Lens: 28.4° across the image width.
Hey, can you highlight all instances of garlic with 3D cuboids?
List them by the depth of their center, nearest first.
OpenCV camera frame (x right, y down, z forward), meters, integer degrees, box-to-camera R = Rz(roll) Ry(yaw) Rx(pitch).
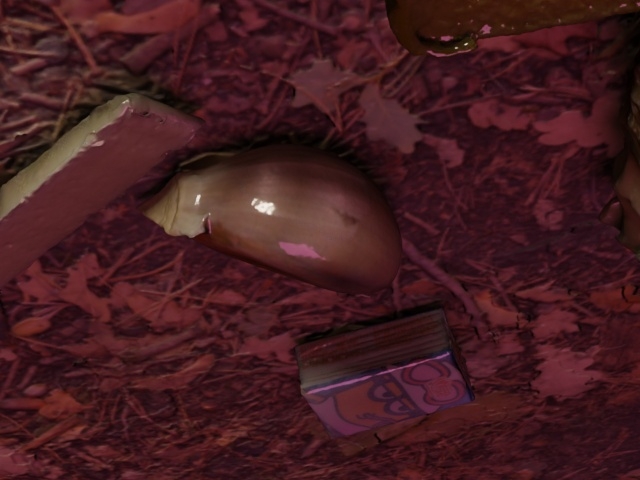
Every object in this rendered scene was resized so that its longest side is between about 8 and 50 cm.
[{"bbox_3d":[0.004,0.003,1.042,0.267,0.148,0.128,35,89,-39],"label":"garlic"}]

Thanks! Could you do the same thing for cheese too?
[{"bbox_3d":[-0.256,0.001,1.009,0.400,0.034,0.085,-34,156,28],"label":"cheese"}]

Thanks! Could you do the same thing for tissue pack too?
[{"bbox_3d":[0.063,0.132,1.247,0.155,0.065,0.115,-17,145,8],"label":"tissue pack"}]

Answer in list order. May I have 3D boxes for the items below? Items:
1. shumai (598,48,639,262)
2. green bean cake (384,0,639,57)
[{"bbox_3d":[0.349,-0.045,0.942,0.346,0.217,0.283,5,141,-23],"label":"shumai"},{"bbox_3d":[0.135,-0.236,0.714,0.236,0.124,0.233,-10,145,1],"label":"green bean cake"}]
